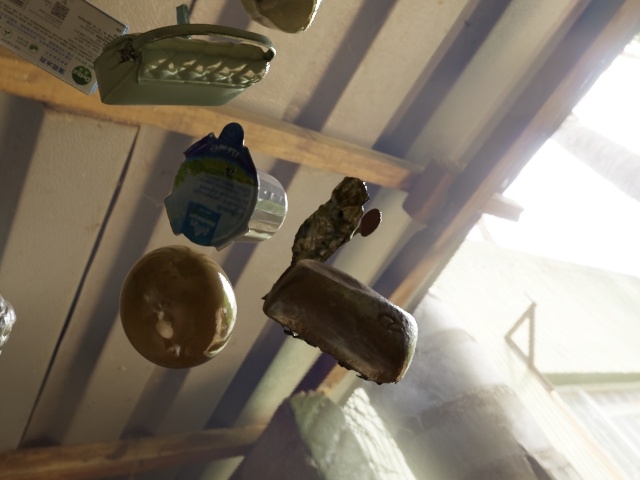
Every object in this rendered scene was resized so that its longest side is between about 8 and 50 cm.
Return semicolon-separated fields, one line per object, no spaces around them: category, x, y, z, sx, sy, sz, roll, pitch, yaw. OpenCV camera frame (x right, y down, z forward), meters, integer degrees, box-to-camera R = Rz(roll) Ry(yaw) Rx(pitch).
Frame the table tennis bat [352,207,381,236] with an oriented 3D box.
table tennis bat;0.141;-0.045;1.886;0.013;0.087;0.156;22;-39;-31

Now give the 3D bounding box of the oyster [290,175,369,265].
oyster;-0.001;-0.002;1.357;0.078;0.129;0.345;13;-59;-42

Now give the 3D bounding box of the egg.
egg;-0.375;0.176;1.563;0.300;0.301;0.374;-26;-37;-10

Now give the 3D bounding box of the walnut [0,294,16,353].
walnut;-0.808;0.204;1.335;0.224;0.224;0.224;-18;-44;-18

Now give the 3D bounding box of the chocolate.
chocolate;0.045;0.111;0.936;0.261;0.161;0.083;30;-55;0

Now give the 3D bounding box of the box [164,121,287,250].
box;-0.202;-0.118;1.432;0.206;0.262;0.292;17;-91;-63

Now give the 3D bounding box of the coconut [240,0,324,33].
coconut;-0.091;-0.562;1.304;0.224;0.224;0.224;-18;-44;-18

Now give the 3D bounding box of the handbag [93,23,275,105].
handbag;-0.189;-0.267;0.876;0.256;0.079;0.219;-13;-2;-45

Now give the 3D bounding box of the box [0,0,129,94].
box;-0.452;-0.364;1.020;0.194;0.073;0.139;30;-80;-22

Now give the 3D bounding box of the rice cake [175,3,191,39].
rice cake;-0.242;-0.365;1.065;0.022;0.121;0.021;-10;-3;31
